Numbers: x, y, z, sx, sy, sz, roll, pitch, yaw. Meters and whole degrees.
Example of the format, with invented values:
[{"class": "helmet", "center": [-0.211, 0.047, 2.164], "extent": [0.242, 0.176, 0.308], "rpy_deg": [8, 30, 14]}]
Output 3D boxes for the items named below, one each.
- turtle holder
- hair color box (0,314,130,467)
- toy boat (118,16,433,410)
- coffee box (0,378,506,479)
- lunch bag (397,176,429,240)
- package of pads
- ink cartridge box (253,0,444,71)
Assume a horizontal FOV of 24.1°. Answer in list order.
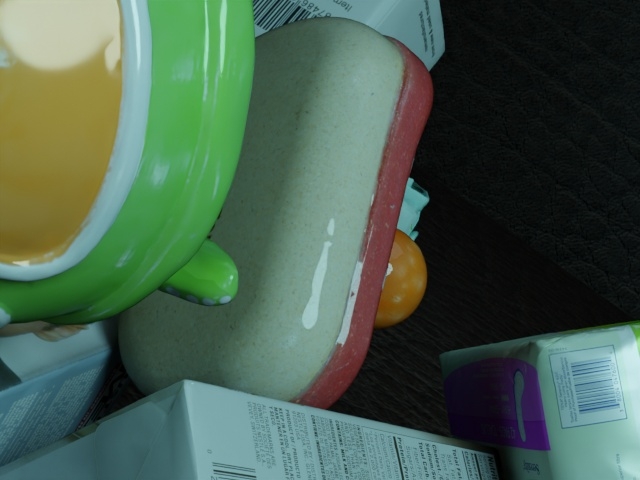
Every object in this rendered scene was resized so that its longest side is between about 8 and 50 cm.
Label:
[{"class": "turtle holder", "center": [-0.177, -0.101, 0.645], "extent": [0.227, 0.243, 0.320], "rpy_deg": [-2, 42, -40]}, {"class": "hair color box", "center": [-0.237, 0.057, 0.701], "extent": [0.185, 0.113, 0.374], "rpy_deg": [35, 12, 9]}, {"class": "toy boat", "center": [0.000, 0.000, 0.803], "extent": [0.151, 0.231, 0.151], "rpy_deg": [-2, -23, 43]}, {"class": "coffee box", "center": [-0.024, 0.153, 0.740], "extent": [0.246, 0.141, 0.098], "rpy_deg": [20, 52, -48]}, {"class": "lunch bag", "center": [-0.074, -0.010, 1.101], "extent": [0.262, 0.223, 0.160], "rpy_deg": [35, 11, 20]}, {"class": "package of pads", "center": [0.151, 0.166, 0.859], "extent": [0.101, 0.229, 0.296], "rpy_deg": [-10, -5, -6]}, {"class": "ink cartridge box", "center": [-0.084, -0.095, 0.955], "extent": [0.201, 0.278, 0.117], "rpy_deg": [32, -17, 22]}]
